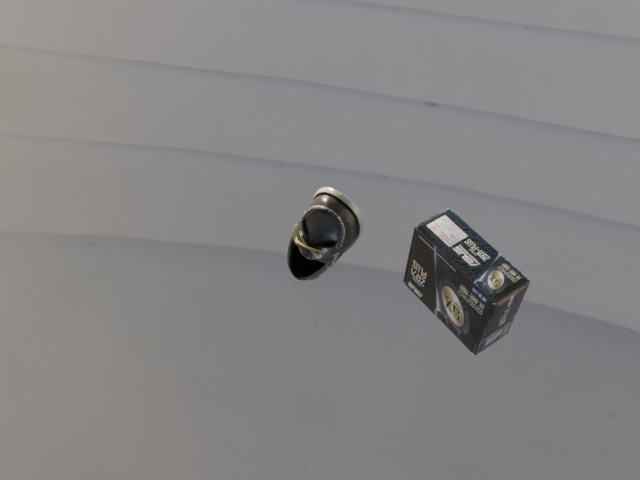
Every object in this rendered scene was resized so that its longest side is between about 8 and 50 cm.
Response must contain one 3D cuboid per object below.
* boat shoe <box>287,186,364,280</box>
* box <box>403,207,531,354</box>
[{"bbox_3d":[0.000,0.000,0.928,0.081,0.227,0.068,39,-110,6],"label":"boat shoe"},{"bbox_3d":[0.224,0.064,1.075,0.180,0.078,0.147,48,-27,30],"label":"box"}]
